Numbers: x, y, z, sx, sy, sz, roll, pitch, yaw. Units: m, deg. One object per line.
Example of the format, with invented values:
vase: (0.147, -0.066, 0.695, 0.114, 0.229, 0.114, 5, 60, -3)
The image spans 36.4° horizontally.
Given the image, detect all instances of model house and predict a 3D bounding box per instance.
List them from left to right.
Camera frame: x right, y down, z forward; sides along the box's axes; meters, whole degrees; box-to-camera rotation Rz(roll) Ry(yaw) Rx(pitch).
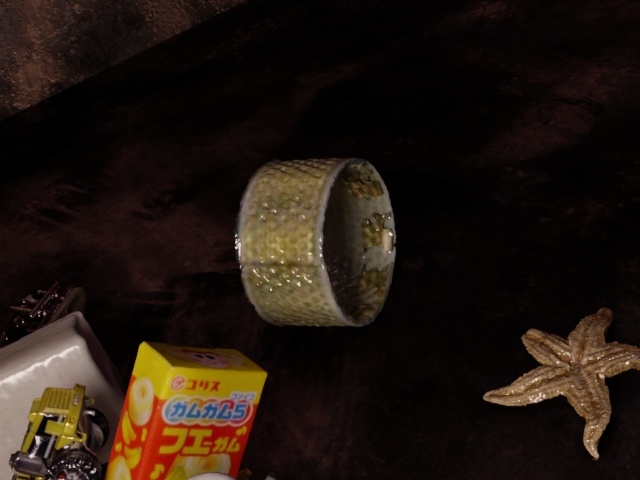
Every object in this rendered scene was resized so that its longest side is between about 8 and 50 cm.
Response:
model house: (-0.503, 0.169, 1.665, 0.164, 0.141, 0.203, 9, 43, 24)

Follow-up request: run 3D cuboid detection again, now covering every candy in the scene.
candy: (-0.450, 0.272, 1.382, 0.358, 0.208, 0.145, -25, 16, -8)
candy: (-0.173, 0.265, 1.163, 0.146, 0.276, 0.088, 12, 8, -38)

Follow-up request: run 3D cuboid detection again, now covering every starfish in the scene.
starfish: (0.329, 0.170, 1.265, 0.235, 0.062, 0.277, -11, 36, 26)

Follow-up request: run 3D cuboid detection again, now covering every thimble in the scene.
thimble: (0.000, 0.000, 1.508, 0.150, 0.271, 0.271, -1, 36, 28)

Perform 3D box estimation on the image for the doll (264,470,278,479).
doll: (-0.072, 0.365, 1.140, 0.149, 0.095, 0.192, 13, 46, 46)

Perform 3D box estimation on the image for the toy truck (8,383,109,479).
toy truck: (-0.335, 0.314, 1.195, 0.111, 0.286, 0.136, 16, 18, -11)

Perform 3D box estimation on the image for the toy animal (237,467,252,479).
toy animal: (-0.134, 0.324, 1.280, 0.081, 0.060, 0.083, 42, 58, 12)

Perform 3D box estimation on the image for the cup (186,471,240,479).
cup: (-0.137, 0.391, 0.983, 0.257, 0.227, 0.301, -19, 56, 13)
